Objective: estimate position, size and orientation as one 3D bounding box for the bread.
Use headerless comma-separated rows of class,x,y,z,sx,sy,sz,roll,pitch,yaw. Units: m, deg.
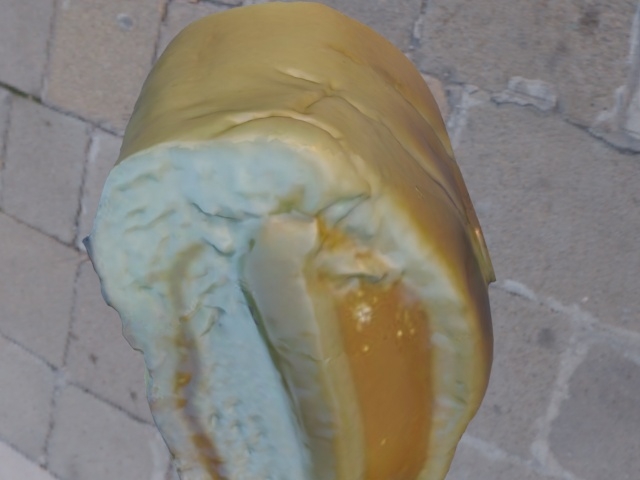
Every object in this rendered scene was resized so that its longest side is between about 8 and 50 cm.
bread,0.000,0.000,0.637,0.210,0.341,0.301,-7,117,3
